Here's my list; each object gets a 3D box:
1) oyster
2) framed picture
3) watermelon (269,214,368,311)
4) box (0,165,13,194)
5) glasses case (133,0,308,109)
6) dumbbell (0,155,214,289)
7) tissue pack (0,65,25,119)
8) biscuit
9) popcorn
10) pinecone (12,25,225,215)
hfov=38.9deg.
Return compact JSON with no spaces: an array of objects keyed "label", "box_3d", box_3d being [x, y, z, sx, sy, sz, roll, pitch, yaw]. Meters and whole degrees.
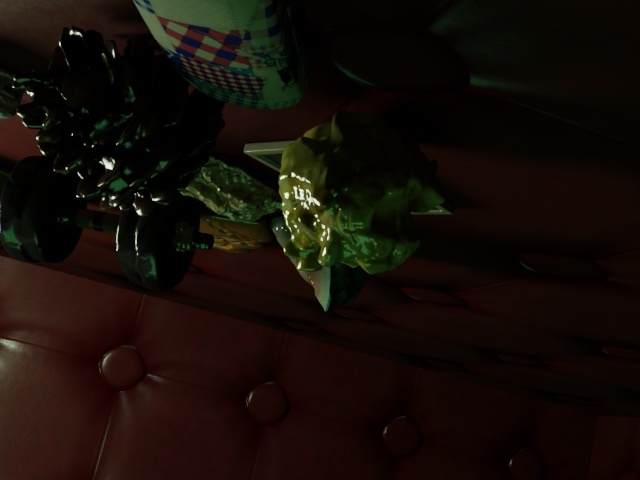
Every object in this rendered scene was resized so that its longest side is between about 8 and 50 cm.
[{"label":"oyster","box_3d":[-0.168,-0.080,1.344,0.209,0.072,0.133,21,162,-23]},{"label":"framed picture","box_3d":[0.043,-0.083,1.238,0.184,0.016,0.250,2,163,42]},{"label":"watermelon","box_3d":[0.021,-0.004,1.544,0.202,0.136,0.207,48,-156,10]},{"label":"box","box_3d":[-0.648,-0.106,1.646,0.345,0.097,0.134,22,165,-34]},{"label":"glasses case","box_3d":[-0.085,-0.193,0.765,0.125,0.076,0.327,13,166,9]},{"label":"dumbbell","box_3d":[-0.360,-0.032,1.493,0.388,0.185,0.185,10,167,12]},{"label":"tissue pack","box_3d":[-0.467,-0.195,1.163,0.155,0.065,0.115,-1,160,46]},{"label":"biscuit","box_3d":[-0.199,-0.025,1.658,0.284,0.043,0.306,22,164,-34]},{"label":"popcorn","box_3d":[0.036,-0.045,1.020,0.185,0.187,0.167,-11,147,42]},{"label":"pinecone","box_3d":[-0.208,-0.131,0.953,0.179,0.184,0.204,10,145,55]}]
